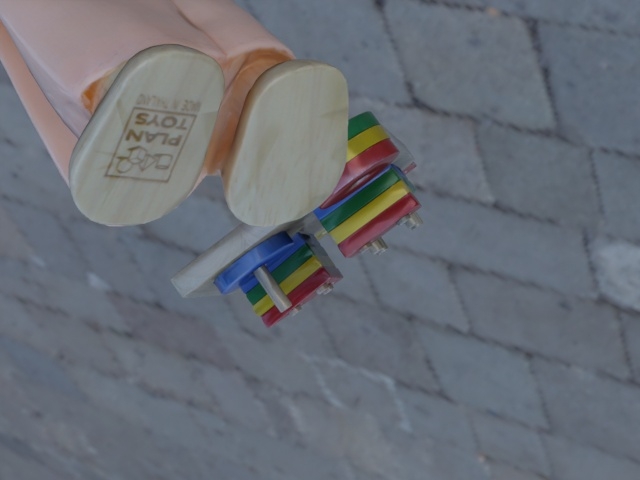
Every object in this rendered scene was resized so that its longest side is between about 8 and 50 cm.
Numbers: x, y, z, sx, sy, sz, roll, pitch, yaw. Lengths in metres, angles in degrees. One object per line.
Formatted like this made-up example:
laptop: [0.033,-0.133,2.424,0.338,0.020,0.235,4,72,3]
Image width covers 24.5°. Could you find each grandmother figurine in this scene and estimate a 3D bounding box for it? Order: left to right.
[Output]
grandmother figurine: [-0.133,-0.133,0.644,0.207,0.104,0.342,10,-151,-44]

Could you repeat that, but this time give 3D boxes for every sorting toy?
sorting toy: [0.000,0.000,0.796,0.046,0.132,0.274,54,-174,6]
